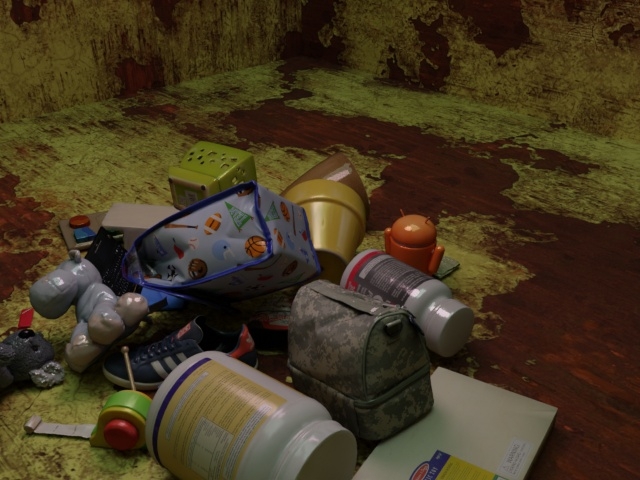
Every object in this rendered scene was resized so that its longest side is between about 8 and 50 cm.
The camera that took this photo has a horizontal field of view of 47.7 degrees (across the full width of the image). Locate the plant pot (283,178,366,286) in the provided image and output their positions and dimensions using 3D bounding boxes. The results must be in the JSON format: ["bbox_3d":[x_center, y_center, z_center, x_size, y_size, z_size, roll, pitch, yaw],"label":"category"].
[{"bbox_3d":[0.000,0.000,2.010,0.254,0.254,0.239,1,44,3],"label":"plant pot"}]

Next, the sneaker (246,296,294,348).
[{"bbox_3d":[-0.042,0.205,1.762,0.270,0.090,0.145,4,31,14],"label":"sneaker"}]

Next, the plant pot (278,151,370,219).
[{"bbox_3d":[-0.011,-0.122,2.265,0.254,0.237,0.237,-24,34,-14],"label":"plant pot"}]

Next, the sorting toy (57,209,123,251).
[{"bbox_3d":[-0.663,-0.054,2.306,0.307,0.041,0.229,-14,31,-23],"label":"sorting toy"}]

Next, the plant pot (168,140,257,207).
[{"bbox_3d":[-0.351,-0.164,2.328,0.227,0.228,0.207,17,38,28],"label":"plant pot"}]

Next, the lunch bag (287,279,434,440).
[{"bbox_3d":[0.074,0.226,1.486,0.212,0.256,0.305,-25,24,-29],"label":"lunch bag"}]

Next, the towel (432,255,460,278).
[{"bbox_3d":[0.317,0.063,2.091,0.148,0.027,0.110,22,34,35],"label":"towel"}]

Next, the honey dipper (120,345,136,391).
[{"bbox_3d":[-0.410,0.301,1.564,0.030,0.030,0.161,-12,63,-20],"label":"honey dipper"}]

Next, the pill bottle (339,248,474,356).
[{"bbox_3d":[0.210,0.154,1.762,0.176,0.176,0.318,-22,35,-35],"label":"pill bottle"}]

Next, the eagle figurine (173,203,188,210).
[{"bbox_3d":[-0.252,-0.015,2.111,0.225,0.298,0.226,-32,66,13],"label":"eagle figurine"}]

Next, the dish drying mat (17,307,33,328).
[{"bbox_3d":[-0.759,0.200,1.865,0.032,0.008,0.083,-6,28,-12],"label":"dish drying mat"}]

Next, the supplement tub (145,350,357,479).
[{"bbox_3d":[-0.125,0.364,1.305,0.331,0.241,0.241,20,34,34],"label":"supplement tub"}]

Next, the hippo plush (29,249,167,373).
[{"bbox_3d":[-0.525,0.130,1.675,0.236,0.234,0.294,49,44,1],"label":"hippo plush"}]

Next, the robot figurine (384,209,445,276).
[{"bbox_3d":[0.252,0.025,1.957,0.128,0.219,0.158,-6,28,-10],"label":"robot figurine"}]

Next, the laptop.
[{"bbox_3d":[-0.486,0.073,1.964,0.136,0.264,0.234,-34,24,14],"label":"laptop"}]

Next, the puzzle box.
[{"bbox_3d":[0.267,0.413,1.407,0.272,0.052,0.409,17,33,28],"label":"puzzle box"}]

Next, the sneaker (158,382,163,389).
[{"bbox_3d":[-0.295,0.321,1.470,0.081,0.211,0.080,1,70,0],"label":"sneaker"}]

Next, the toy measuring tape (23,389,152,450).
[{"bbox_3d":[-0.446,0.354,1.462,0.330,0.121,0.121,4,28,9],"label":"toy measuring tape"}]

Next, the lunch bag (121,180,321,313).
[{"bbox_3d":[-0.239,0.045,1.769,0.385,0.239,0.328,-19,-17,15],"label":"lunch bag"}]

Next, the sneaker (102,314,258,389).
[{"bbox_3d":[-0.319,0.242,1.633,0.350,0.148,0.131,-3,28,-4],"label":"sneaker"}]

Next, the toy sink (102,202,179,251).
[{"bbox_3d":[-0.510,-0.015,2.138,0.234,0.131,0.153,4,28,-3],"label":"toy sink"}]

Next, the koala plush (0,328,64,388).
[{"bbox_3d":[-0.698,0.263,1.613,0.196,0.203,0.221,36,23,35],"label":"koala plush"}]
